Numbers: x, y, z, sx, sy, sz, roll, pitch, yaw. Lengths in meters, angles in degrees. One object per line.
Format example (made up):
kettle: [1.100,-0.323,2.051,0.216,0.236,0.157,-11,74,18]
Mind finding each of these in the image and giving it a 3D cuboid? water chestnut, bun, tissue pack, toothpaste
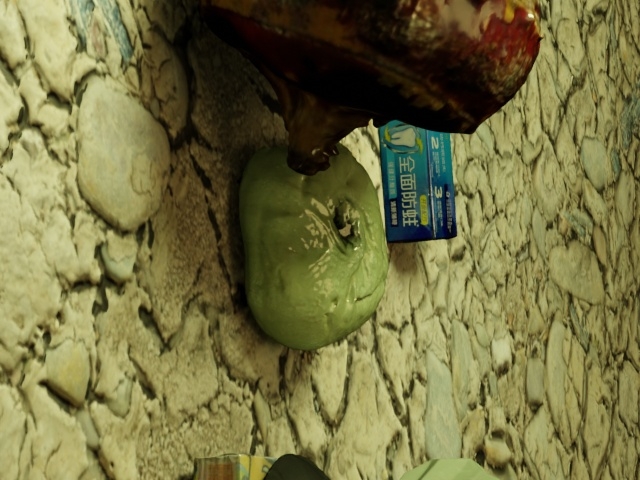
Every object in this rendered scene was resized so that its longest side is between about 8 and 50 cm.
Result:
water chestnut: [0.043,-0.202,1.849,0.350,0.350,0.302,26,87,-61]
bun: [0.000,0.003,1.954,0.221,0.108,0.221,16,72,-62]
tissue pack: [-0.079,0.274,1.795,0.108,0.060,0.148,22,67,-67]
toothpaste: [0.109,-0.158,2.265,0.076,0.066,0.320,-2,87,-65]

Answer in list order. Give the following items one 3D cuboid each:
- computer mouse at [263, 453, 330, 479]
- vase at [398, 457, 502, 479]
computer mouse: [-0.017,0.292,1.760,0.264,0.088,0.147,-56,137,-55]
vase: [0.088,0.351,2.046,0.360,0.165,0.165,-26,110,-59]
